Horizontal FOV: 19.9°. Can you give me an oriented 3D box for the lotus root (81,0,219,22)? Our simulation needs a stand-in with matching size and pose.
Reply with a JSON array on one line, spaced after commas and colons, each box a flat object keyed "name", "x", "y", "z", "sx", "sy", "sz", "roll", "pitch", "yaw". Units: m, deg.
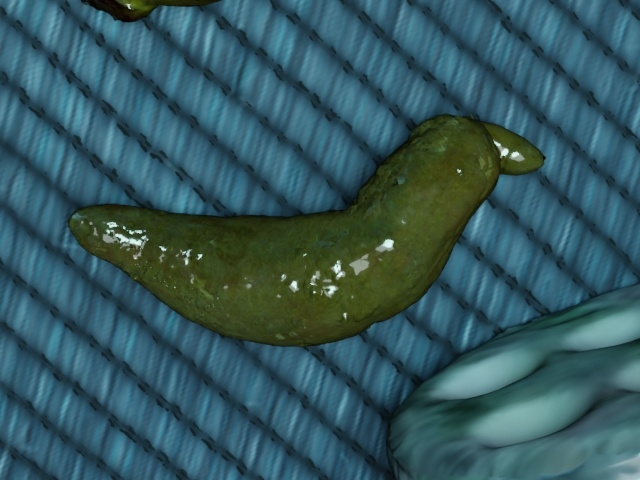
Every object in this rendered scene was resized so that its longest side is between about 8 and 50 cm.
[{"name": "lotus root", "x": -0.064, "y": -0.231, "z": 1.092, "sx": 0.145, "sy": 0.128, "sz": 0.260, "roll": 42, "pitch": 116, "yaw": 0}]

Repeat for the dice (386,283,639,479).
[{"name": "dice", "x": 0.240, "y": 0.210, "z": 1.122, "sx": 0.328, "sy": 0.330, "sz": 0.348, "roll": -20, "pitch": 105, "yaw": -2}]

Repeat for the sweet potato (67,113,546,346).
[{"name": "sweet potato", "x": 0.003, "y": 0.003, "z": 1.172, "sx": 0.310, "sy": 0.098, "sz": 0.124, "roll": -15, "pitch": 82, "yaw": -1}]
